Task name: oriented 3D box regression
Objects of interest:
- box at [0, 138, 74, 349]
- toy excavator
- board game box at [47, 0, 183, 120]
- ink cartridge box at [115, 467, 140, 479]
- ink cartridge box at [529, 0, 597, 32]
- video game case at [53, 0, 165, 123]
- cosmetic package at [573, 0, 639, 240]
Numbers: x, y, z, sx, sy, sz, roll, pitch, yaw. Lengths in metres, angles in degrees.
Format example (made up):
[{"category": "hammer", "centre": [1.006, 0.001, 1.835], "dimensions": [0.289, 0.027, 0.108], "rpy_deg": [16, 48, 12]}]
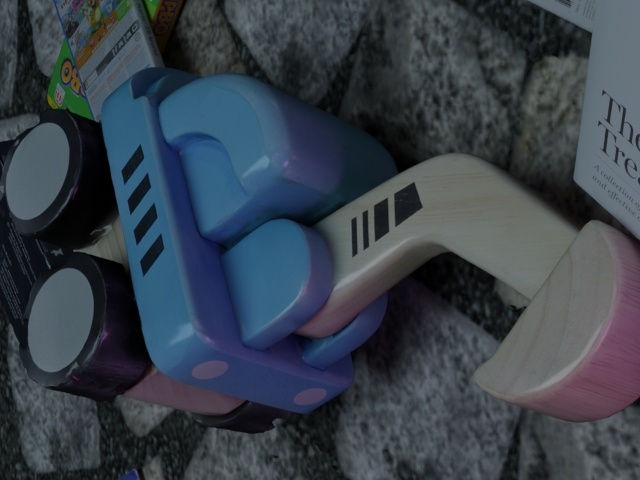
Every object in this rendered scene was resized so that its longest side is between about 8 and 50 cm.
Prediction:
[{"category": "box", "centre": [-0.265, 0.003, 1.529], "dimensions": [0.156, 0.093, 0.158], "rpy_deg": [61, 148, 27]}, {"category": "toy excavator", "centre": [0.000, 0.000, 1.133], "dimensions": [0.445, 0.222, 0.433], "rpy_deg": [-37, 52, 29]}, {"category": "board game box", "centre": [-0.194, -0.206, 1.491], "dimensions": [0.124, 0.039, 0.259], "rpy_deg": [51, 127, 35]}, {"category": "ink cartridge box", "centre": [-0.243, 0.439, 1.586], "dimensions": [0.324, 0.071, 0.330], "rpy_deg": [-37, 67, 46]}, {"category": "ink cartridge box", "centre": [0.163, -0.213, 1.036], "dimensions": [0.180, 0.060, 0.104], "rpy_deg": [38, 122, 42]}, {"category": "video game case", "centre": [-0.201, -0.194, 1.464], "dimensions": [0.119, 0.015, 0.166], "rpy_deg": [-39, 65, 46]}, {"category": "cosmetic package", "centre": [0.290, -0.042, 0.787], "dimensions": [0.377, 0.097, 0.284], "rpy_deg": [48, 151, 37]}]
